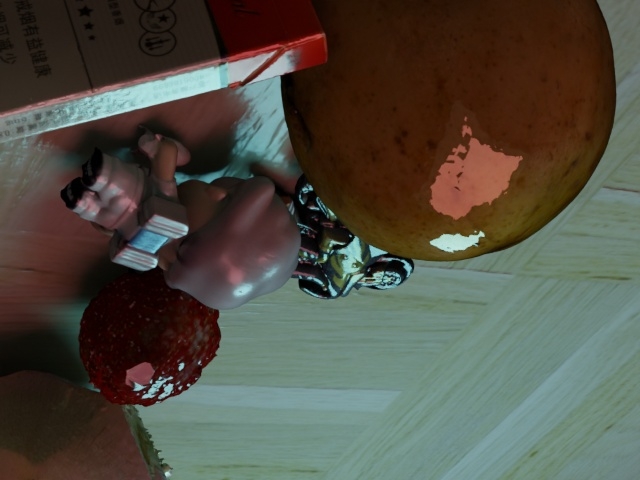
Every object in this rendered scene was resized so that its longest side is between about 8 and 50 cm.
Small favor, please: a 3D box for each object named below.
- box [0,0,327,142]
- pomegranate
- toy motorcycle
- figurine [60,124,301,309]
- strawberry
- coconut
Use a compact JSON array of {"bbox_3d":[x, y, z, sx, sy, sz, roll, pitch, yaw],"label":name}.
[{"bbox_3d":[-0.131,-0.145,1.095,0.245,0.139,0.035,-15,146,-11],"label":"box"},{"bbox_3d":[0.095,-0.113,1.182,0.260,0.260,0.260,-15,148,-10],"label":"pomegranate"},{"bbox_3d":[0.000,0.000,1.462,0.124,0.061,0.193,-19,143,15],"label":"toy motorcycle"},{"bbox_3d":[-0.097,-0.010,1.331,0.229,0.112,0.137,23,121,-33],"label":"figurine"},{"bbox_3d":[-0.143,0.086,1.424,0.131,0.148,0.131,-9,116,-18],"label":"strawberry"},{"bbox_3d":[-0.247,0.226,1.492,0.233,0.233,0.245,-18,168,-6],"label":"coconut"}]
